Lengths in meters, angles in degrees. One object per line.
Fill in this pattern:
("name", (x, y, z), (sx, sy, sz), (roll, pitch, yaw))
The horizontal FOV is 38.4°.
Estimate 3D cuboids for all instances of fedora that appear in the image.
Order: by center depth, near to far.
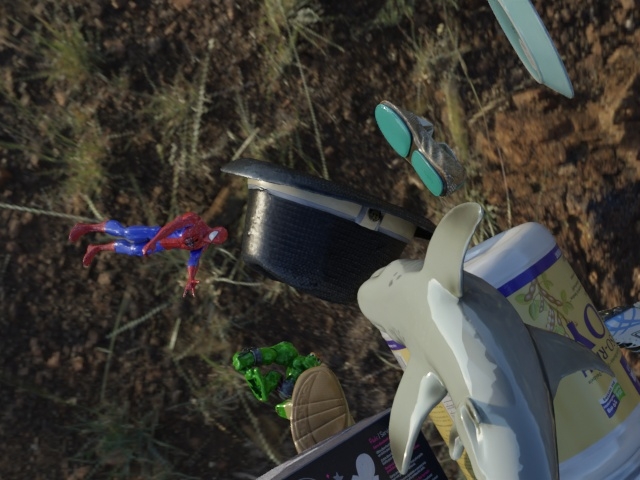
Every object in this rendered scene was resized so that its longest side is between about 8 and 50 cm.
("fedora", (0.000, 0.000, 1.295), (0.334, 0.334, 0.153), (19, 89, 21))

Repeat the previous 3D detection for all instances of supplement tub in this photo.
("supplement tub", (0.247, 0.172, 1.116), (0.241, 0.241, 0.331), (-31, 90, 9))

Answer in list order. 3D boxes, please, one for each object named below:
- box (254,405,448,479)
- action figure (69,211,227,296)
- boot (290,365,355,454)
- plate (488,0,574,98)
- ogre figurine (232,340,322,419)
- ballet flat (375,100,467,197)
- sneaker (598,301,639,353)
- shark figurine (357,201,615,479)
("box", (0.002, 0.290, 0.952), (0.163, 0.247, 0.142), (-34, 79, 38))
("action figure", (-0.296, 0.023, 1.564), (0.280, 0.091, 0.139), (-6, 42, 15))
("boot", (0.042, 0.340, 1.459), (0.095, 0.203, 0.262), (-23, 66, 12))
("plate", (0.210, -0.226, 0.970), (0.024, 0.188, 0.188), (-30, 71, 10))
("ogre figurine", (-0.049, 0.245, 1.588), (0.197, 0.118, 0.097), (26, 128, 25))
("ballet flat", (0.166, -0.153, 1.489), (0.067, 0.073, 0.206), (-20, 62, -25))
("sneaker", (0.491, 0.145, 1.477), (0.085, 0.237, 0.086), (-20, 78, 54))
("shark figurine", (0.107, 0.096, 0.477), (0.116, 0.166, 0.278), (4, 49, -22))
